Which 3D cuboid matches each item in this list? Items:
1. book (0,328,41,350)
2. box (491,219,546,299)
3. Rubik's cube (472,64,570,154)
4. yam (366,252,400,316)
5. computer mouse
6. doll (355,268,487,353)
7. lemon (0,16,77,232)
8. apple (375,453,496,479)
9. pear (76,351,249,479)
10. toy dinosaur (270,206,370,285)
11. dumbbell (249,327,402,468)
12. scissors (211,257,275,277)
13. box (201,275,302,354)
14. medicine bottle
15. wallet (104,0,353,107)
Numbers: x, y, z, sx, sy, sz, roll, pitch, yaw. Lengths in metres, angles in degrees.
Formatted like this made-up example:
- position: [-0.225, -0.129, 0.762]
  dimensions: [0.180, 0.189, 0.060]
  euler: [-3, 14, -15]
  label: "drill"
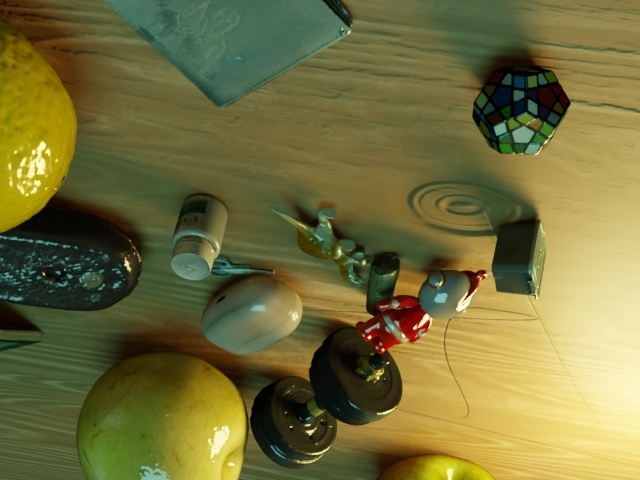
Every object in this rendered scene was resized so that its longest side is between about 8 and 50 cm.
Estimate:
- position: [-0.708, 0.198, 1.617]
  dimensions: [0.201, 0.027, 0.264]
  euler: [-13, 167, 20]
  label: "book"
- position: [0.320, 0.030, 1.347]
  dimensions: [0.069, 0.122, 0.084]
  euler: [0, 136, 25]
  label: "box"
- position: [0.271, -0.178, 1.135]
  dimensions: [0.133, 0.133, 0.111]
  euler: [-30, 153, 32]
  label: "Rubik's cube"
- position: [0.108, 0.081, 1.471]
  dimensions: [0.054, 0.054, 0.132]
  euler: [6, 137, 2]
  label: "yam"
- position: [-0.467, 0.026, 1.419]
  dimensions: [0.323, 0.116, 0.183]
  euler: [11, 118, -24]
  label: "computer mouse"
- position: [0.181, 0.115, 1.454]
  dimensions: [0.245, 0.076, 0.142]
  euler: [-34, 137, 13]
  label: "doll"
- position: [-0.496, -0.161, 1.113]
  dimensions: [0.335, 0.336, 0.336]
  euler: [4, 137, 4]
  label: "lemon"
- position: [0.251, 0.633, 1.840]
  dimensions: [0.339, 0.340, 0.340]
  euler: [4, 137, 4]
  label: "apple"
- position: [-0.306, 0.389, 1.652]
  dimensions: [0.348, 0.348, 0.348]
  euler: [4, 137, 4]
  label: "pear"
- position: [0.002, 0.000, 1.414]
  dimensions: [0.212, 0.057, 0.142]
  euler: [30, 153, -7]
  label: "toy dinosaur"
- position: [0.006, 0.312, 1.632]
  dimensions: [0.185, 0.185, 0.388]
  euler: [29, 132, -22]
  label: "dumbbell"
- position: [-0.140, 0.052, 1.501]
  dimensions: [0.119, 0.014, 0.058]
  euler: [4, 143, 6]
  label: "scissors"
- position: [-0.127, 0.139, 1.533]
  dimensions: [0.146, 0.088, 0.200]
  euler: [31, 134, -32]
  label: "box"
- position: [-0.200, -0.005, 1.364]
  dimensions: [0.080, 0.130, 0.080]
  euler: [4, 136, 4]
  label: "medicine bottle"
- position: [-0.138, -0.318, 1.085]
  dimensions: [0.251, 0.054, 0.290]
  euler: [-21, 135, 32]
  label: "wallet"
